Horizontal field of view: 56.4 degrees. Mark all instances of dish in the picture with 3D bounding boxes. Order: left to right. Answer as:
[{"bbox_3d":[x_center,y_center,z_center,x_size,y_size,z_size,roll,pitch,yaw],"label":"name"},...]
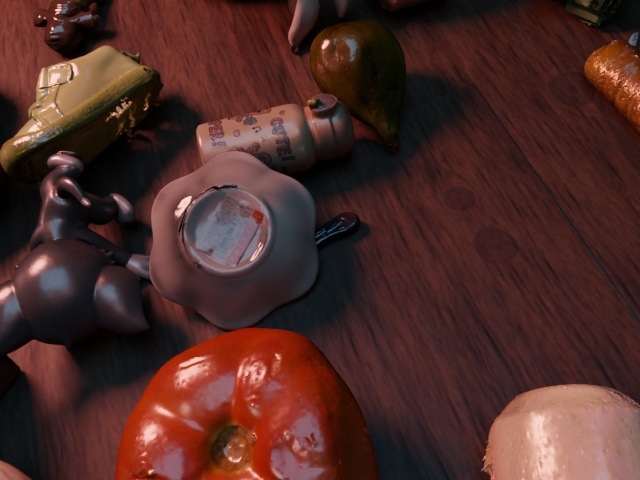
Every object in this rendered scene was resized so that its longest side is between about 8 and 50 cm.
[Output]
[{"bbox_3d":[-0.109,-0.007,0.725,0.230,0.081,0.229,0,81,-3],"label":"dish"}]

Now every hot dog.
[{"bbox_3d":[0.465,-0.168,0.797,0.083,0.068,0.288,-29,62,-2],"label":"hot dog"}]

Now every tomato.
[{"bbox_3d":[-0.070,0.215,0.576,0.260,0.180,0.259,-5,58,7],"label":"tomato"}]

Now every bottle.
[{"bbox_3d":[-0.059,-0.141,0.821,0.209,0.110,0.097,-15,48,-1],"label":"bottle"}]

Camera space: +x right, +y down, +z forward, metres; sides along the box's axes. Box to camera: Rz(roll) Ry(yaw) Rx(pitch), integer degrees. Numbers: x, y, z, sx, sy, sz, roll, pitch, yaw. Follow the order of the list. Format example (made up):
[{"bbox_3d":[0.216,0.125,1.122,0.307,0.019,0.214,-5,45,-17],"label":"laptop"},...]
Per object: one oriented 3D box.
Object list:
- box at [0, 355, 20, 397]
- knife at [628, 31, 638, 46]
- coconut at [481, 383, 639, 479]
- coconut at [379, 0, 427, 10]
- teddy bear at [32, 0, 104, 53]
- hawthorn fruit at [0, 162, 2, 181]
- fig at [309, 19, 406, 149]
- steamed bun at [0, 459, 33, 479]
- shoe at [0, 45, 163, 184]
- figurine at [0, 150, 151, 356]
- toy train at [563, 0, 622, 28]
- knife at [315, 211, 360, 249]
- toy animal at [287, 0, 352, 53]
[{"bbox_3d":[-0.522,0.131,0.684,0.253,0.188,0.153,22,68,22],"label":"box"},{"bbox_3d":[0.465,-0.284,0.898,0.014,0.005,0.091,21,64,20],"label":"knife"},{"bbox_3d":[0.235,0.231,0.541,0.171,0.170,0.182,2,58,8],"label":"coconut"},{"bbox_3d":[0.132,-0.450,0.959,0.153,0.147,0.147,-15,59,1],"label":"coconut"},{"bbox_3d":[-0.439,-0.402,1.042,0.120,0.078,0.160,0,59,3],"label":"teddy bear"},{"bbox_3d":[-0.535,-0.097,0.817,0.197,0.196,0.225,-28,67,-9],"label":"hawthorn fruit"},{"bbox_3d":[0.057,-0.220,0.867,0.133,0.184,0.127,-14,12,-33],"label":"fig"},{"bbox_3d":[-0.367,0.305,0.589,0.228,0.130,0.177,4,60,9],"label":"steamed bun"},{"bbox_3d":[-0.353,-0.183,0.877,0.262,0.140,0.128,-41,73,-22],"label":"shoe"},{"bbox_3d":[-0.301,0.012,0.752,0.193,0.140,0.265,2,81,-11],"label":"figurine"},{"bbox_3d":[0.439,-0.463,0.949,0.155,0.115,0.269,30,67,13],"label":"toy train"},{"bbox_3d":[0.000,0.000,0.786,0.121,0.018,0.031,-35,60,-11],"label":"knife"},{"bbox_3d":[-0.104,-0.466,0.956,0.310,0.247,0.182,35,86,40],"label":"toy animal"}]
